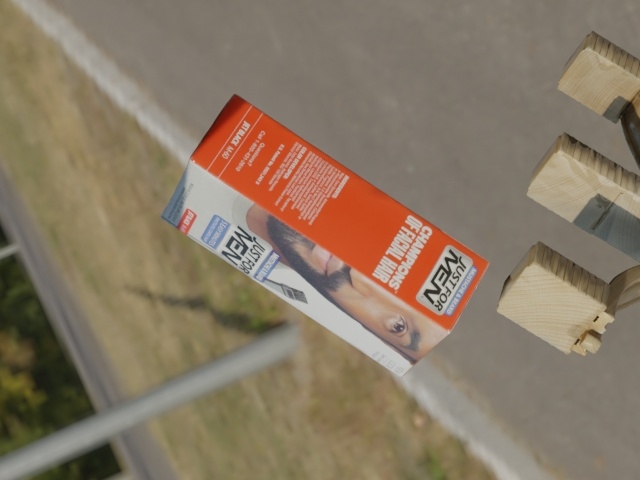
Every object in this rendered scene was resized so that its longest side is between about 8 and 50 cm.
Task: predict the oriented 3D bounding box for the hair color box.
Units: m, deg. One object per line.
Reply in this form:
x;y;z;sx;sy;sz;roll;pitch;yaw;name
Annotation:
0.000;0.000;1.022;0.167;0.053;0.093;32;155;-2;hair color box

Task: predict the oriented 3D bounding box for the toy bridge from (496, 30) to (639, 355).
0.108;-0.013;0.672;0.063;0.026;0.188;31;-146;-5;toy bridge
